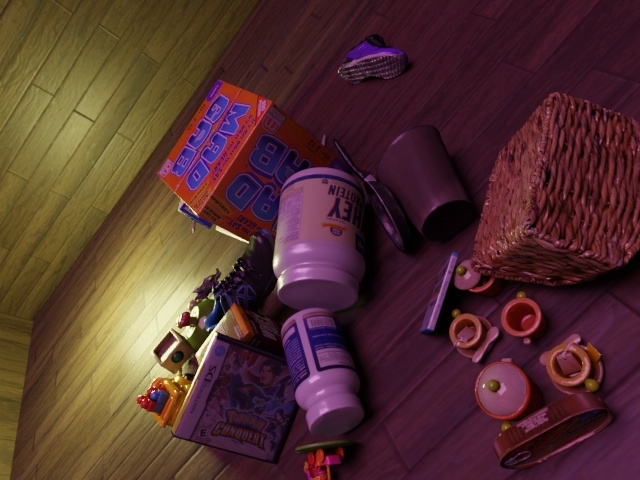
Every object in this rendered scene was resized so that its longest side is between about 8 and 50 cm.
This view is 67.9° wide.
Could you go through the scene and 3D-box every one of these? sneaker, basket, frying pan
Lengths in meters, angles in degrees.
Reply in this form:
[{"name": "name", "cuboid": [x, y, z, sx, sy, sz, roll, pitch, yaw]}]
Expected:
[{"name": "sneaker", "cuboid": [0.179, -0.612, 1.553, 0.293, 0.102, 0.146, 15, 77, 52]}, {"name": "basket", "cuboid": [0.437, -0.068, 0.867, 0.223, 0.213, 0.300, 107, -178, -68]}, {"name": "basket", "cuboid": [0.250, -0.123, 1.114, 0.204, 0.154, 0.227, -58, 38, 34]}, {"name": "frying pan", "cuboid": [0.138, -0.108, 1.191, 0.053, 0.197, 0.326, -28, 52, 0]}, {"name": "sneaker", "cuboid": [-0.215, 0.127, 1.310, 0.125, 0.139, 0.341, 40, 117, 46]}]

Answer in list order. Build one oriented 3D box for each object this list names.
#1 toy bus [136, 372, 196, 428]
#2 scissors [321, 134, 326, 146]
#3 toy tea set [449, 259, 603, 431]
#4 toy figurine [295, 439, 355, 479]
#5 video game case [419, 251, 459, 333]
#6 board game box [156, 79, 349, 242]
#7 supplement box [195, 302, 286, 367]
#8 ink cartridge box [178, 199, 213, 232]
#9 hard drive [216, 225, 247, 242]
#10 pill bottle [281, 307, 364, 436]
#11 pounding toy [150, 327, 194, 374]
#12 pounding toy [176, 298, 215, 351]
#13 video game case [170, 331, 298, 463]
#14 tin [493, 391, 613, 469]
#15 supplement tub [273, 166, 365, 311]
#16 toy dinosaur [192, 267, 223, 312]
[{"name": "toy bus", "cuboid": [-0.463, 0.488, 1.460, 0.220, 0.211, 0.150, 14, 78, 53]}, {"name": "scissors", "cuboid": [-0.013, -0.227, 1.580, 0.109, 0.021, 0.297, -33, 46, 33]}, {"name": "toy tea set", "cuboid": [0.319, 0.167, 0.861, 0.200, 0.124, 0.336, -48, 39, 15]}, {"name": "toy figurine", "cuboid": [0.010, 0.519, 1.005, 0.173, 0.130, 0.160, -47, 43, 51]}, {"name": "video game case", "cuboid": [0.248, 0.114, 1.000, 0.015, 0.119, 0.167, 19, 78, 9]}, {"name": "board game box", "cuboid": [-0.210, -0.214, 1.466, 0.356, 0.356, 0.357, 36, 93, 46]}, {"name": "supplement box", "cuboid": [-0.195, 0.306, 1.289, 0.191, 0.194, 0.129, -53, 38, 9]}, {"name": "ink cartridge box", "cuboid": [-0.426, -0.222, 1.889, 0.396, 0.151, 0.270, -52, 21, 8]}, {"name": "hard drive", "cuboid": [-0.270, -0.100, 1.768, 0.307, 0.040, 0.203, 18, 80, 52]}, {"name": "pill bottle", "cuboid": [0.004, 0.301, 1.104, 0.153, 0.153, 0.265, -43, 40, 21]}, {"name": "pounding toy", "cuboid": [-0.510, 0.410, 1.674, 0.130, 0.100, 0.141, -51, 38, -13]}, {"name": "pounding toy", "cuboid": [-0.439, 0.259, 1.638, 0.183, 0.110, 0.237, -51, 34, 31]}, {"name": "video game case", "cuboid": [-0.183, 0.386, 1.159, 0.035, 0.274, 0.249, 0, 65, 64]}, {"name": "tin", "cuboid": [0.360, 0.300, 0.746, 0.189, 0.106, 0.040, -41, 33, 21]}, {"name": "supplement tub", "cuboid": [0.000, 0.000, 1.240, 0.235, 0.235, 0.325, -24, 50, 37]}, {"name": "toy dinosaur", "cuboid": [-0.260, 0.190, 1.519, 0.218, 0.164, 0.322, 18, 61, 37]}]
